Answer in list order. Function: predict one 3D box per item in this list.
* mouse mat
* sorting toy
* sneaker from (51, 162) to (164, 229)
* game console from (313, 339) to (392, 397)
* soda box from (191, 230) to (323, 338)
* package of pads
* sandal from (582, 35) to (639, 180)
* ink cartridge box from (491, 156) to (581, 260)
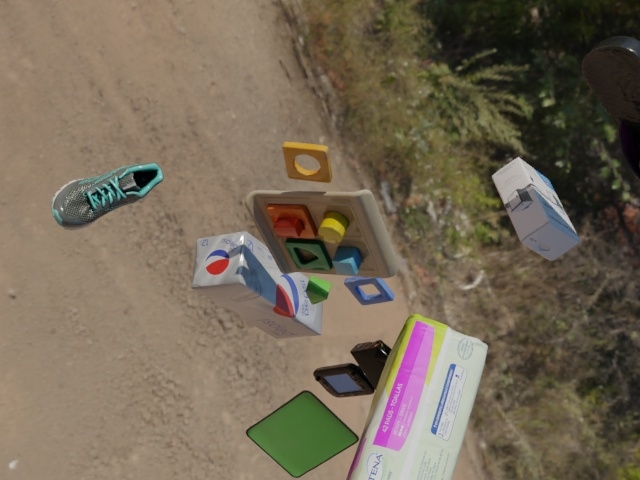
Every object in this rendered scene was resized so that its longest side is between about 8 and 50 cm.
[{"bbox_3d":[-0.037,0.382,1.514,0.152,0.189,0.007,45,29,-11],"label":"mouse mat"},{"bbox_3d":[0.000,0.000,1.139,0.348,0.196,0.047,65,34,-42],"label":"sorting toy"},{"bbox_3d":[-0.274,-0.067,1.010,0.166,0.076,0.065,-37,104,-46],"label":"sneaker"},{"bbox_3d":[0.113,0.364,1.968,0.044,0.361,0.213,-40,100,-34],"label":"game console"},{"bbox_3d":[-0.098,0.084,1.320,0.286,0.098,0.091,42,45,-54],"label":"soda box"},{"bbox_3d":[0.088,0.250,0.879,0.296,0.101,0.229,101,12,-49],"label":"package of pads"},{"bbox_3d":[0.626,-0.172,1.440,0.446,0.167,0.107,47,66,-12],"label":"sandal"},{"bbox_3d":[0.470,-0.068,1.692,0.139,0.082,0.191,25,37,-40],"label":"ink cartridge box"}]
